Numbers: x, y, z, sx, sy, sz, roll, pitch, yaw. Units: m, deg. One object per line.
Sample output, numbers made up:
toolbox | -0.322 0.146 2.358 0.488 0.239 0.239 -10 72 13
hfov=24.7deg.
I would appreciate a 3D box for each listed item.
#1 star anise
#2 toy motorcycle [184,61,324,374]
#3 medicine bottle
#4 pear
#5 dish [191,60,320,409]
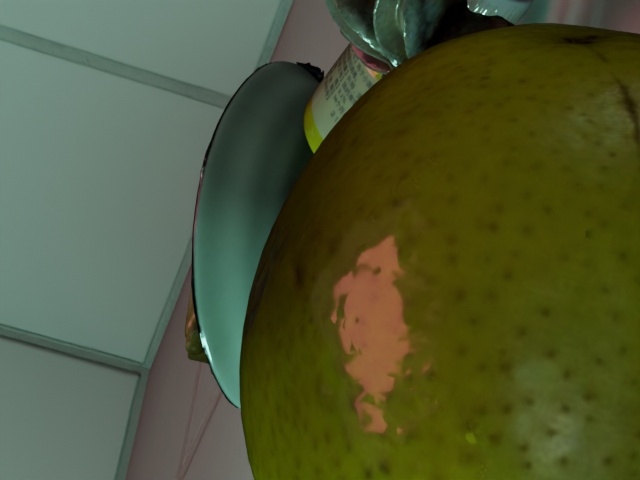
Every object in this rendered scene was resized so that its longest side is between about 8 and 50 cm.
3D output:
star anise | 0.075 -0.136 0.993 0.073 0.212 0.197 -46 -35 -8
toy motorcycle | -0.050 -0.014 1.574 0.410 0.169 0.237 -81 0 -55
medicine bottle | 0.085 -0.140 1.164 0.212 0.122 0.122 -51 21 39
pear | 0.064 0.031 0.761 0.386 0.191 0.340 -85 15 -50
dish | 0.000 0.000 1.289 0.316 0.106 0.316 4 -90 -69
